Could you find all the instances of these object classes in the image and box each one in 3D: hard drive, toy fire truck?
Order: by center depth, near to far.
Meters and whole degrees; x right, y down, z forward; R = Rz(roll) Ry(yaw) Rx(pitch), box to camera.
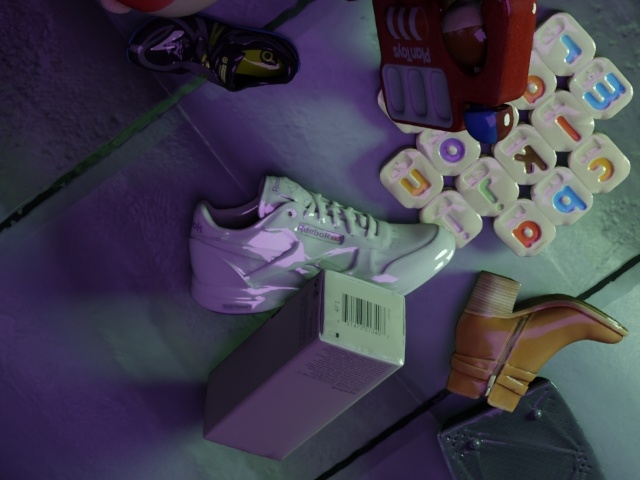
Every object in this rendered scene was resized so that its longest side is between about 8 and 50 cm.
[{"bbox_3d":[0.132,-0.230,1.706,0.169,0.302,0.254,-17,105,-22],"label":"toy fire truck"},{"bbox_3d":[0.259,0.296,2.079,0.172,0.054,0.255,-27,113,4],"label":"hard drive"}]

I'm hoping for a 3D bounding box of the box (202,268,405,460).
[{"bbox_3d":[-0.021,0.144,1.878,0.113,0.094,0.275,20,142,-25],"label":"box"}]

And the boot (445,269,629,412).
[{"bbox_3d":[0.252,0.133,1.985,0.197,0.073,0.152,17,95,1],"label":"boot"}]

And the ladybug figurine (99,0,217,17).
[{"bbox_3d":[-0.143,-0.412,1.582,0.162,0.305,0.449,-6,127,-43],"label":"ladybug figurine"}]

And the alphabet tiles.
[{"bbox_3d":[0.209,-0.123,1.911,0.284,0.021,0.278,-42,109,10],"label":"alphabet tiles"}]

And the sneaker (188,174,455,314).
[{"bbox_3d":[0.000,0.000,1.882,0.305,0.114,0.152,-6,113,-3],"label":"sneaker"}]

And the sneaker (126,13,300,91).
[{"bbox_3d":[-0.112,-0.201,1.803,0.188,0.078,0.067,7,112,-10],"label":"sneaker"}]
